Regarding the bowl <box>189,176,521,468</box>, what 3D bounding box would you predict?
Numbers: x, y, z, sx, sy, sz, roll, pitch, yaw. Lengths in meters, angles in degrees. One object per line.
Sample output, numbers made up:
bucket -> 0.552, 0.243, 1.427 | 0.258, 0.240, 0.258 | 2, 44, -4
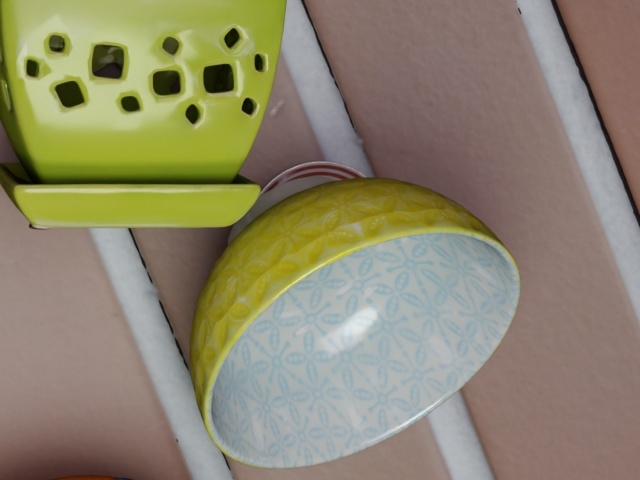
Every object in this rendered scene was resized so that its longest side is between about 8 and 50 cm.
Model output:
bowl -> 0.006, 0.039, 1.517 | 0.289, 0.289, 0.156 | -22, 55, -13

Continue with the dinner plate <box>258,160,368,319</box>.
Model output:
dinner plate -> 0.000, 0.000, 1.620 | 0.141, 0.017, 0.141 | 0, 91, -14

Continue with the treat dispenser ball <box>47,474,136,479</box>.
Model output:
treat dispenser ball -> -0.183, 0.329, 1.443 | 0.288, 0.288, 0.288 | 0, 92, -14

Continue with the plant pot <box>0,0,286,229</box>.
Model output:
plant pot -> -0.159, -0.118, 1.475 | 0.228, 0.227, 0.207 | 0, 97, -15
